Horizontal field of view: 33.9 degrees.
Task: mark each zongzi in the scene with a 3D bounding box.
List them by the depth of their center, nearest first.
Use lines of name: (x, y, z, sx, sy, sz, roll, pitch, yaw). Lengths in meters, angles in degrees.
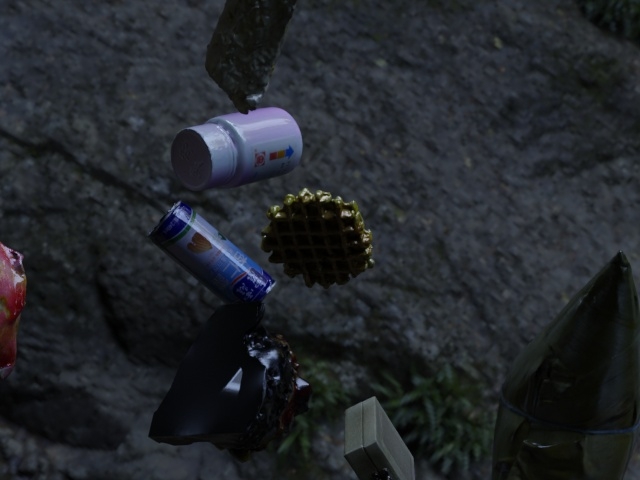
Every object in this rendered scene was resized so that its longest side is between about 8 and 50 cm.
zongzi: (0.302, 0.128, 1.239, 0.160, 0.360, 0.323, 10, 22, 6)

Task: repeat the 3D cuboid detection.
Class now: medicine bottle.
medicine bottle: (-0.170, -0.185, 2.150, 0.255, 0.152, 0.152, -18, 52, -43)

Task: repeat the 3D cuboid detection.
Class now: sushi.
sushi: (-0.093, 0.190, 1.325, 0.150, 0.153, 0.172, 46, 45, -47)

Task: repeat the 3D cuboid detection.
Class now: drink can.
drink can: (-0.199, 0.033, 1.920, 0.235, 0.097, 0.097, 41, 16, -6)

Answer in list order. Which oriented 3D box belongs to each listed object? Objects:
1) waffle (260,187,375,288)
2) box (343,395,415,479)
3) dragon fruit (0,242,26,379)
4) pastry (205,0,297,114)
waffle: (-0.005, 0.000, 1.638, 0.191, 0.191, 0.038, 32, 39, -13)
box: (0.054, 0.197, 0.948, 0.079, 0.035, 0.083, 59, 13, -17)
dragon fruit: (-0.636, 0.082, 1.572, 0.386, 0.370, 0.249, 31, -18, 0)
pastry: (-0.071, -0.276, 1.262, 0.089, 0.258, 0.121, 19, 34, -16)
